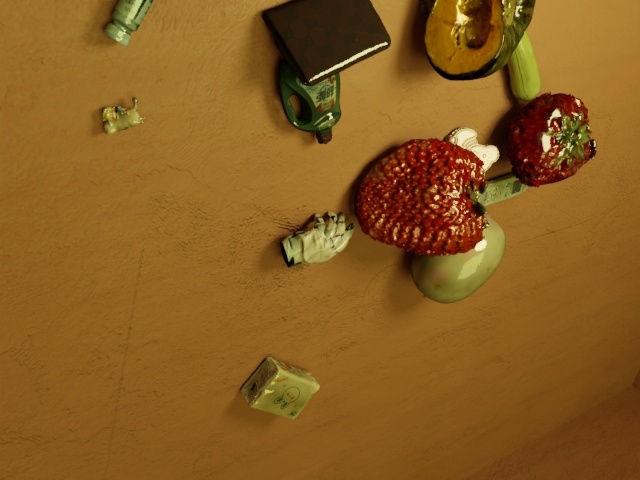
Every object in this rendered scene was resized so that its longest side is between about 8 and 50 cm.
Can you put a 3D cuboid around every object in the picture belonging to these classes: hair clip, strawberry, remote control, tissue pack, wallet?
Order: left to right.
[{"bbox_3d":[-0.118,0.450,1.638,0.196,0.092,0.148,33,98,-43],"label":"tissue pack"},{"bbox_3d":[0.019,-0.436,1.124,0.229,0.049,0.182,-30,87,-16],"label":"wallet"},{"bbox_3d":[0.261,-0.112,1.441,0.351,0.267,0.312,-3,96,2],"label":"strawberry"},{"bbox_3d":[0.423,-0.249,1.531,0.123,0.102,0.138,-46,132,-3],"label":"hair clip"},{"bbox_3d":[0.577,-0.166,1.726,0.221,0.042,0.078,-19,127,-24],"label":"remote control"},{"bbox_3d":[0.644,-0.286,1.575,0.274,0.220,0.274,-7,108,-22],"label":"strawberry"}]

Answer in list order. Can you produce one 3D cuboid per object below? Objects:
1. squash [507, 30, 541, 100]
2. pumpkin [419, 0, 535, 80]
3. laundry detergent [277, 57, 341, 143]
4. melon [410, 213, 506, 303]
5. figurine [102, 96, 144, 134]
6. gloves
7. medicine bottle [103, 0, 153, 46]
[{"bbox_3d":[0.542,-0.482,1.470,0.083,0.083,0.250,-41,132,-4],"label":"squash"},{"bbox_3d":[0.363,-0.537,1.260,0.232,0.242,0.325,-23,131,-58],"label":"pumpkin"},{"bbox_3d":[-0.019,-0.310,1.221,0.144,0.078,0.222,-23,131,-17],"label":"laundry detergent"},{"bbox_3d":[0.413,0.052,1.640,0.317,0.223,0.223,-47,133,8],"label":"melon"},{"bbox_3d":[-0.387,-0.241,1.049,0.083,0.047,0.050,-23,114,-10],"label":"figurine"},{"bbox_3d":[0.003,0.002,1.420,0.212,0.111,0.127,-18,123,-13],"label":"gloves"},{"bbox_3d":[-0.317,-0.439,0.955,0.051,0.051,0.191,26,103,-41],"label":"medicine bottle"}]
